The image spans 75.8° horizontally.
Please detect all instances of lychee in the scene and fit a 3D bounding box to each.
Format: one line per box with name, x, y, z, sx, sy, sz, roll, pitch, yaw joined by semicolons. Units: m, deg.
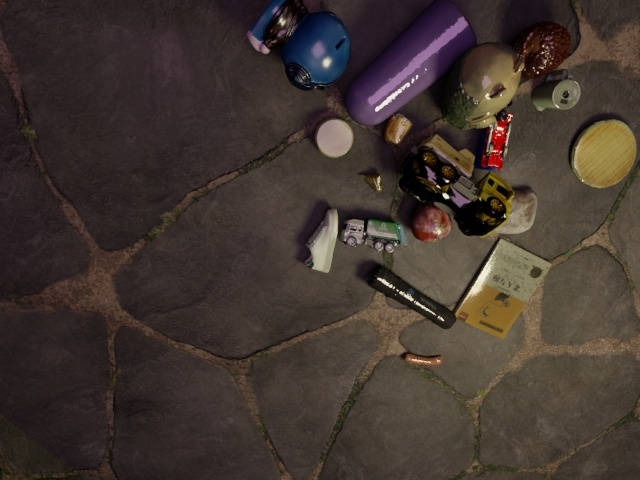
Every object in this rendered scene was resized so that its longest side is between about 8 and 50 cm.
lychee;0.757;-0.658;1.416;0.188;0.188;0.188;-1;107;-4

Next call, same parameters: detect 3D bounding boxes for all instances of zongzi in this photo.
zongzi;0.192;-0.217;1.571;0.083;0.040;0.076;-4;114;9

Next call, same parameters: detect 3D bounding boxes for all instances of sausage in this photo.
sausage;0.453;0.523;1.809;0.176;0.040;0.047;8;61;-7

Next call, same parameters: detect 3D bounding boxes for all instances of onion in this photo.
onion;0.414;-0.090;1.573;0.159;0.159;0.195;-15;87;0

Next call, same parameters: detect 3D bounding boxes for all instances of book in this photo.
book;0.768;0.210;1.744;0.269;0.032;0.389;24;103;-10

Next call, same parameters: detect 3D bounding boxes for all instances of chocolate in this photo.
chocolate;0.709;-0.109;1.615;0.303;0.100;0.185;-2;104;-7

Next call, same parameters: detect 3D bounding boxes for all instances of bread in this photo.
bread;0.276;-0.398;1.483;0.082;0.125;0.106;36;103;7
bread;1.099;-0.337;1.602;0.267;0.040;0.267;-1;106;-4

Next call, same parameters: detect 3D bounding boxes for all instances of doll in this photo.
doll;0.520;-0.483;1.353;0.247;0.349;0.247;0;85;-4
doll;-0.045;-0.637;1.321;0.310;0.240;0.284;40;71;-20

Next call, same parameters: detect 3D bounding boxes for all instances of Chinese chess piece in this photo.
Chinese chess piece;0.049;-0.376;1.501;0.144;0.058;0.144;-2;107;-6

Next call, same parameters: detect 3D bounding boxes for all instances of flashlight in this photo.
flashlight;0.380;0.241;1.689;0.424;0.103;0.103;32;102;-13

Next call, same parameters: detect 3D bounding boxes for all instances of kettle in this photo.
kettle;0.832;-0.532;1.468;0.098;0.148;0.127;-21;108;4

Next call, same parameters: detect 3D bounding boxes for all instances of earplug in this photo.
earplug;0.278;-0.572;1.392;0.456;0.215;0.215;-39;106;11

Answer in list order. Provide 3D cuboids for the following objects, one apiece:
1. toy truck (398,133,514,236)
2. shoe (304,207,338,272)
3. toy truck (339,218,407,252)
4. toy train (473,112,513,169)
toy truck;0.486;-0.208;1.471;0.405;0.181;0.254;36;61;2
shoe;0.000;0.000;1.590;0.110;0.095;0.265;5;108;-5
toy truck;0.207;-0.020;1.594;0.253;0.114;0.124;10;92;-7
toy train;0.636;-0.363;1.520;0.082;0.131;0.204;9;95;-1
